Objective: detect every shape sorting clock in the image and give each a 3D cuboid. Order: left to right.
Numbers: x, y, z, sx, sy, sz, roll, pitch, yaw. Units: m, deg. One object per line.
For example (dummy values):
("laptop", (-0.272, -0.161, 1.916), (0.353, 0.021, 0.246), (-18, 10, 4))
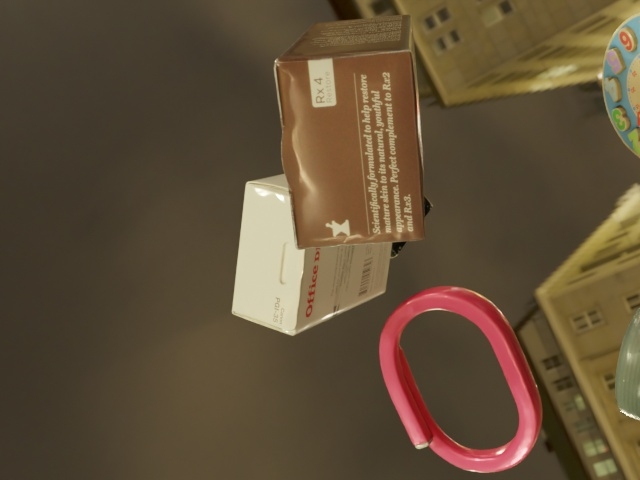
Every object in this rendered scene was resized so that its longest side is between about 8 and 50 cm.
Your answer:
("shape sorting clock", (0.438, -0.196, 1.262), (0.040, 0.206, 0.206), (-21, -97, -23))

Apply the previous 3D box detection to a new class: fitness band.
("fitness band", (0.203, 0.207, 1.417), (0.054, 0.209, 0.290), (-34, -78, -59))

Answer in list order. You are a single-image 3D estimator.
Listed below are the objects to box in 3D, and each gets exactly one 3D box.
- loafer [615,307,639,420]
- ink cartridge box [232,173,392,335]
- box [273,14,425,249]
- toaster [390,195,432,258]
("loafer", (0.267, 0.043, 0.564), (0.267, 0.084, 0.096), (-26, -59, -42))
("ink cartridge box", (0.000, 0.000, 1.451), (0.283, 0.117, 0.207), (-18, -60, -58))
("box", (0.045, -0.141, 1.088), (0.381, 0.143, 0.191), (-71, -24, -70))
("toaster", (0.103, -0.071, 1.879), (0.185, 0.110, 0.168), (51, -128, -16))
